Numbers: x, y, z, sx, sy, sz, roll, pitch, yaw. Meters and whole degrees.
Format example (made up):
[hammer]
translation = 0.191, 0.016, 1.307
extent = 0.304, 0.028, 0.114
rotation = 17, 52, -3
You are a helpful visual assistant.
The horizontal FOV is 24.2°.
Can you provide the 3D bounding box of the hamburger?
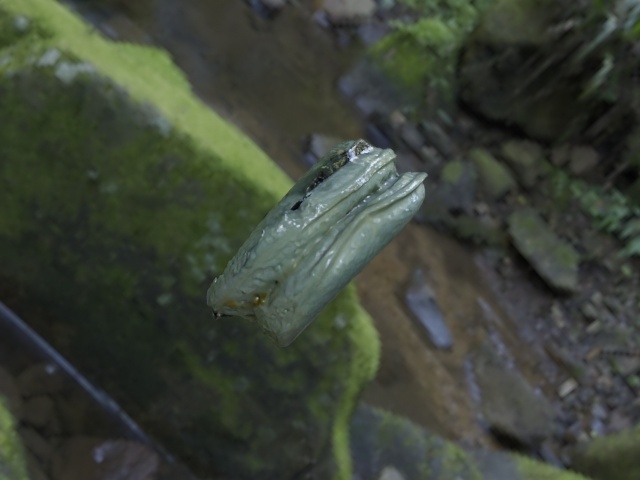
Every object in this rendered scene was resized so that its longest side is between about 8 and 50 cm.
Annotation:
[hamburger]
translation = 0.000, 0.000, 0.866
extent = 0.062, 0.133, 0.140
rotation = 42, 69, 2
